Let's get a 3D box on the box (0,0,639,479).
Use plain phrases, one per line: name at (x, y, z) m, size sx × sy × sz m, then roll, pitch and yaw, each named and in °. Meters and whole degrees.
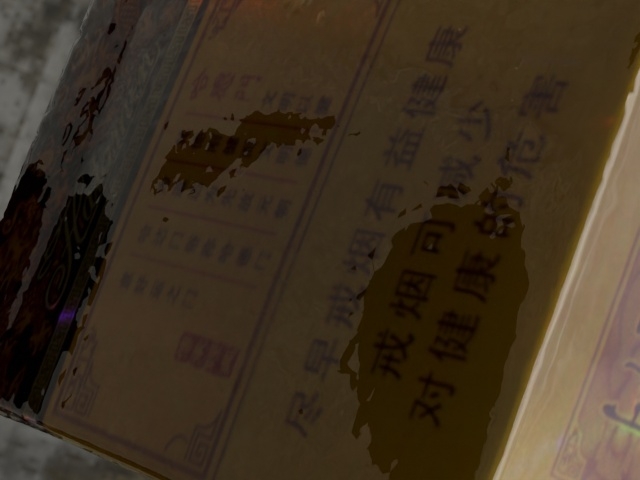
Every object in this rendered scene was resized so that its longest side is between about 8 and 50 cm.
box at (-0.001, 0.000, 0.760) m, size 0.415 × 0.116 × 0.264 m, roll 10°, pitch -102°, yaw 52°
